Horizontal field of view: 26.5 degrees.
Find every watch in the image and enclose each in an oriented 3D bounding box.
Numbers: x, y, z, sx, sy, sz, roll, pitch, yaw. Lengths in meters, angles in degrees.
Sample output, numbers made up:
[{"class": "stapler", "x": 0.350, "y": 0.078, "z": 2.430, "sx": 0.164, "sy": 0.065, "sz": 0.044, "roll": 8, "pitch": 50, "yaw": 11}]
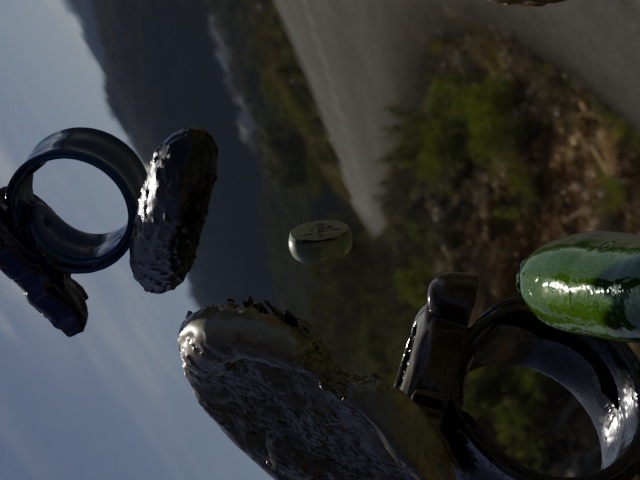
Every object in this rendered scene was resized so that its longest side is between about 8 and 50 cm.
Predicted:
[{"class": "watch", "x": -0.308, "y": -0.030, "z": 1.699, "sx": 0.196, "sy": 0.200, "sz": 0.171, "roll": 46, "pitch": -162, "yaw": -24}, {"class": "watch", "x": 0.252, "y": 0.246, "z": 1.774, "sx": 0.314, "sy": 0.327, "sz": 0.335, "roll": 105, "pitch": -176, "yaw": -52}]

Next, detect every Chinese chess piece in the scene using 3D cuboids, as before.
[{"class": "Chinese chess piece", "x": 0.000, "y": 0.000, "z": 1.770, "sx": 0.084, "sy": 0.084, "sz": 0.034, "roll": -123, "pitch": 25, "yaw": -67}]

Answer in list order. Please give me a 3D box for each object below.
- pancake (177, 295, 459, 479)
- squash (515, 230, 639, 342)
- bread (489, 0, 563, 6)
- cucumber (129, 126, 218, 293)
[{"class": "pancake", "x": -0.008, "y": 0.202, "z": 1.498, "sx": 0.382, "sy": 0.071, "sz": 0.382, "roll": 28, "pitch": 150, "yaw": 18}, {"class": "squash", "x": 0.258, "y": 0.040, "z": 1.179, "sx": 0.101, "sy": 0.101, "sz": 0.379, "roll": 60, "pitch": 166, "yaw": -7}, {"class": "bread", "x": 0.248, "y": -0.339, "z": 1.470, "sx": 0.246, "sy": 0.239, "sz": 0.111, "roll": -10, "pitch": 81, "yaw": 48}, {"class": "cucumber", "x": -0.153, "y": -0.026, "z": 1.390, "sx": 0.072, "sy": 0.081, "sz": 0.303, "roll": 26, "pitch": 155, "yaw": 0}]
